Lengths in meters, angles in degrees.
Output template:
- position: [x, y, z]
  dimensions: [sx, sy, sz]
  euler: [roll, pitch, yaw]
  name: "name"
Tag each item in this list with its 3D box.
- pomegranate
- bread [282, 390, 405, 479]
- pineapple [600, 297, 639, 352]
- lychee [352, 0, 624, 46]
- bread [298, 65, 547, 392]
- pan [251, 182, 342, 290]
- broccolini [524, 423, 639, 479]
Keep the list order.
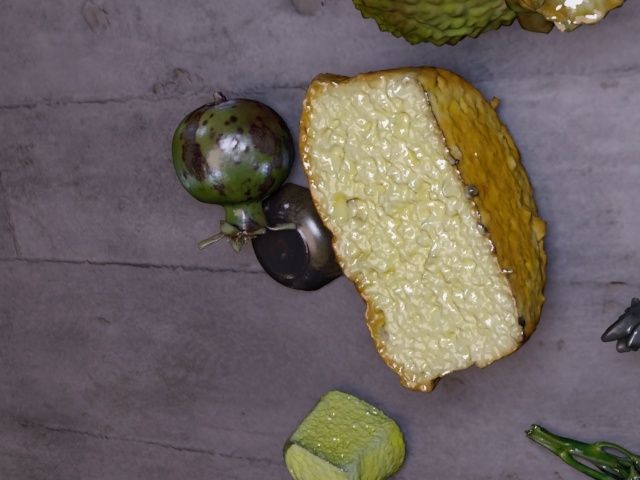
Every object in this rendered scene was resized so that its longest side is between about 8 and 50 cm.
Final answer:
- position: [-0.099, -0.081, 1.456]
  dimensions: [0.149, 0.148, 0.169]
  euler: [-19, 72, 39]
  name: "pomegranate"
- position: [0.028, 0.259, 1.550]
  dimensions: [0.129, 0.114, 0.111]
  euler: [21, 127, 30]
  name: "bread"
- position: [0.387, 0.134, 1.200]
  dimensions: [0.223, 0.223, 0.357]
  euler: [-41, 66, 39]
  name: "pineapple"
- position: [0.117, -0.299, 1.109]
  dimensions: [0.270, 0.270, 0.319]
  euler: [-25, 74, 39]
  name: "lychee"
- position: [0.120, -0.035, 1.313]
  dimensions: [0.194, 0.179, 0.340]
  euler: [-19, 96, 37]
  name: "bread"
- position: [-0.008, -0.014, 1.493]
  dimensions: [0.202, 0.048, 0.128]
  euler: [-34, 88, 39]
  name: "pan"
- position: [0.305, 0.238, 1.377]
  dimensions: [0.201, 0.074, 0.058]
  euler: [23, 139, 28]
  name: "broccolini"
